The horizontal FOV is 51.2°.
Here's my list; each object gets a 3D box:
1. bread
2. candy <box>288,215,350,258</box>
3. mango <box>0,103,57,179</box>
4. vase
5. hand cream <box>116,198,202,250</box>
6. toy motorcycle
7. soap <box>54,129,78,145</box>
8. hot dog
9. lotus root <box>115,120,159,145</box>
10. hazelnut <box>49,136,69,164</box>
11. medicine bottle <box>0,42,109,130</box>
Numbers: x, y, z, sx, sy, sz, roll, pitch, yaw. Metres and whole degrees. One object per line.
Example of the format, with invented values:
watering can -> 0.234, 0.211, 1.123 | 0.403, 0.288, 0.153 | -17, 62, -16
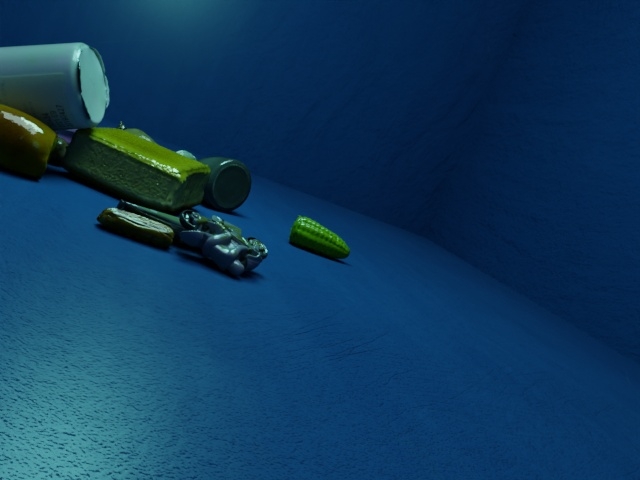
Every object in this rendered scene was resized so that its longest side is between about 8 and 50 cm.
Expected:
bread -> -0.497, -0.195, 1.863 | 0.332, 0.143, 0.323 | 24, 10, 5
candy -> 0.000, 0.000, 2.119 | 0.209, 0.097, 0.097 | 26, 7, -11
mango -> -0.758, -0.251, 1.566 | 0.256, 0.138, 0.187 | 25, -6, -23
vase -> -0.392, -0.216, 2.256 | 0.321, 0.174, 0.173 | 21, 6, 43
hand cream -> -0.345, -0.033, 1.492 | 0.235, 0.086, 0.055 | 20, 51, -25
toy motorcycle -> -0.207, 0.015, 1.460 | 0.224, 0.073, 0.152 | 25, 28, -27
soap -> -0.849, -0.363, 2.282 | 0.122, 0.066, 0.203 | 27, 9, 28
hot dog -> -0.390, -0.029, 1.415 | 0.164, 0.045, 0.071 | 20, 10, -15
lotus root -> -0.590, -0.277, 2.171 | 0.256, 0.140, 0.154 | 35, -2, 17
hazelnut -> -0.732, -0.246, 1.833 | 0.086, 0.087, 0.086 | 22, 8, -3
medicine bottle -> -0.754, -0.381, 1.688 | 0.378, 0.214, 0.213 | -3, 9, 0
